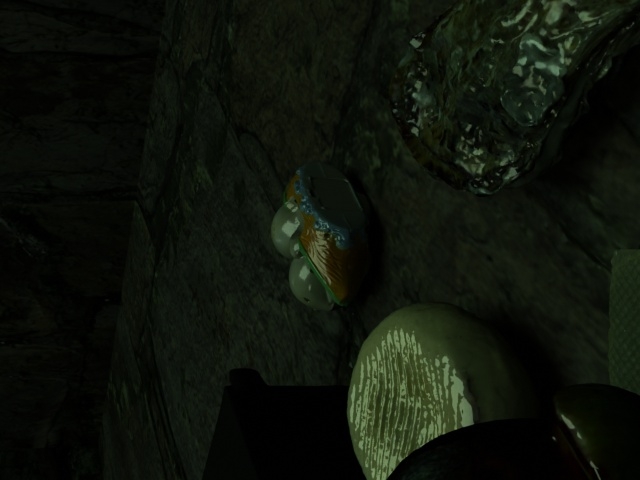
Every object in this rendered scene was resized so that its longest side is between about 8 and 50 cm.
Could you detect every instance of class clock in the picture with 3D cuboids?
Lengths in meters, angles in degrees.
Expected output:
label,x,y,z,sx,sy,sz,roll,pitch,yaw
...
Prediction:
label,x,y,z,sx,sy,sz,roll,pitch,yaw
clock,0.000,0.000,1.182,0.231,0.103,0.144,-111,30,-47

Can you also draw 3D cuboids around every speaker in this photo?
label,x,y,z,sx,sy,sz,roll,pitch,yaw
speaker,0.006,0.281,0.974,0.254,0.232,0.184,-122,41,-53

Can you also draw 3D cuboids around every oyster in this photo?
label,x,y,z,sx,sy,sz,roll,pitch,yaw
oyster,0.175,-0.149,0.753,0.162,0.158,0.351,48,144,-5

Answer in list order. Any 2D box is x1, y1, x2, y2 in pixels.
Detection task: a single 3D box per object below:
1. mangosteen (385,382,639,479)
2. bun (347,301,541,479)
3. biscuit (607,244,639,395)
label,x,y,z,sx,sy,sz,roll,pitch,yaw
mangosteen,0.153,0.246,0.574,0.311,0.311,0.311,-178,90,-68
bun,0.124,0.162,0.849,0.222,0.127,0.222,-5,84,55
biscuit,0.267,0.064,0.613,0.199,0.041,0.121,-179,90,-67
